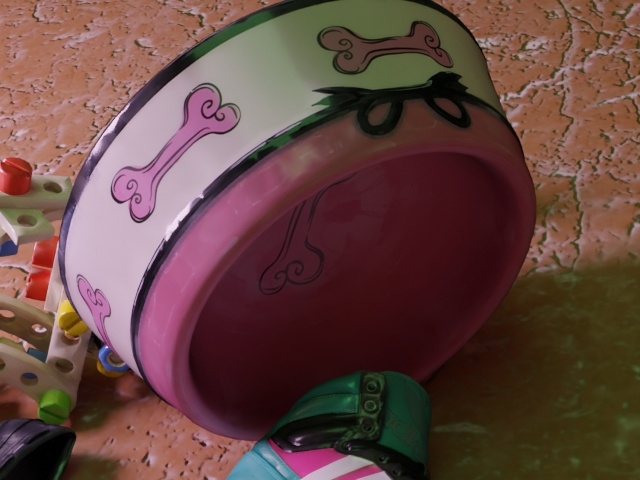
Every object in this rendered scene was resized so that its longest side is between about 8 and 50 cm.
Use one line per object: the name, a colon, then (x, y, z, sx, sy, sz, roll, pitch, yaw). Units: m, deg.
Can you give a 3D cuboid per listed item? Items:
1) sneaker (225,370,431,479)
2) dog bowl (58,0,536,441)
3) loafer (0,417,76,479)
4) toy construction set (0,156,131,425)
sneaker: (0.066, 0.192, 1.307, 0.295, 0.124, 0.178, 8, 49, 29)
dog bowl: (0.000, 0.000, 1.378, 0.408, 0.408, 0.150, -24, 53, -15)
loafer: (-0.269, 0.226, 1.399, 0.078, 0.076, 0.223, -9, 30, 20)
toy construction set: (-0.252, 0.037, 1.487, 0.215, 0.327, 0.151, 13, 49, -8)
